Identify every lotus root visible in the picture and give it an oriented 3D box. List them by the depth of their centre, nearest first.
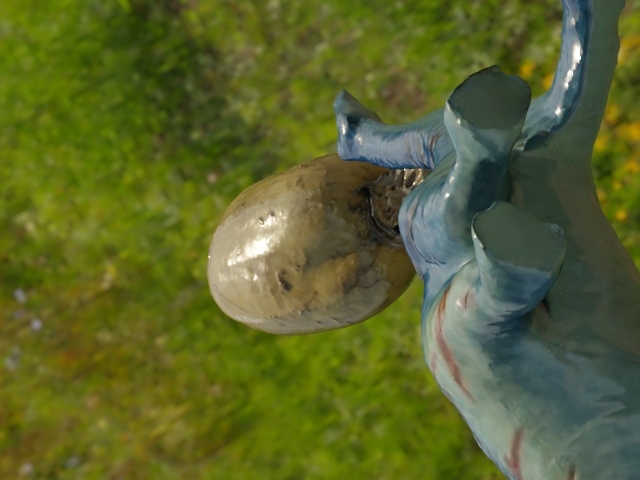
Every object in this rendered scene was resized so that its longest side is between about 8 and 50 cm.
[{"bbox_3d":[0.000,0.000,0.771,0.063,0.072,0.152,34,145,-25],"label":"lotus root"}]

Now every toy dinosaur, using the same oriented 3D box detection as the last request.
[{"bbox_3d":[0.061,0.014,0.536,0.329,0.076,0.144,-117,25,-43],"label":"toy dinosaur"}]
